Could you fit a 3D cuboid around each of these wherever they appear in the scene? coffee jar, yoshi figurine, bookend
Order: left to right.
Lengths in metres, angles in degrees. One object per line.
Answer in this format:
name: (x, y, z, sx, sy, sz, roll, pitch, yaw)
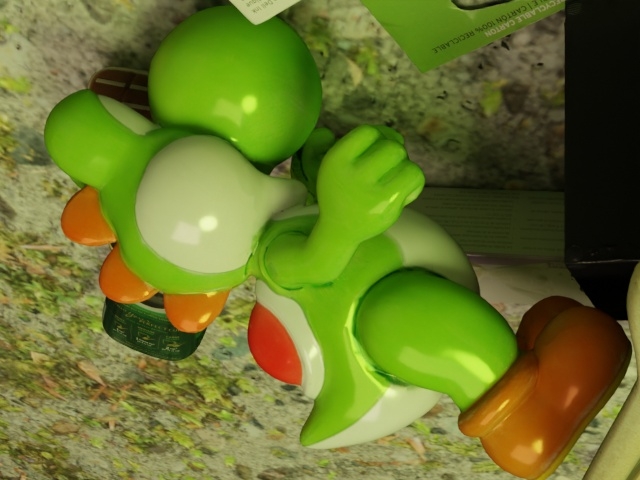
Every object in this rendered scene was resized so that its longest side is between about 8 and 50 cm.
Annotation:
coffee jar: (-0.133, 0.026, 0.830, 0.096, 0.079, 0.184, 21, 145, -1)
yoshi figurine: (0.013, -0.024, 0.595, 0.362, 0.203, 0.203, 30, 134, 6)
bookend: (0.195, -0.043, 0.582, 0.072, 0.157, 0.156, -3, 164, 24)

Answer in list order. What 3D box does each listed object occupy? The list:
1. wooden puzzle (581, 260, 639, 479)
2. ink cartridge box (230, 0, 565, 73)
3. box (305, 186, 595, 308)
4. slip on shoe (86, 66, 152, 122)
wooden puzzle: (0.251, 0.059, 0.537, 0.080, 0.322, 0.348, 36, 151, 29)
ink cartridge box: (0.041, -0.173, 0.488, 0.189, 0.097, 0.255, -20, 130, 39)
box: (0.134, 0.005, 0.712, 0.324, 0.067, 0.063, 2, 142, 17)
slip on shoe: (-0.099, -0.092, 0.699, 0.135, 0.051, 0.041, 11, -176, -7)
